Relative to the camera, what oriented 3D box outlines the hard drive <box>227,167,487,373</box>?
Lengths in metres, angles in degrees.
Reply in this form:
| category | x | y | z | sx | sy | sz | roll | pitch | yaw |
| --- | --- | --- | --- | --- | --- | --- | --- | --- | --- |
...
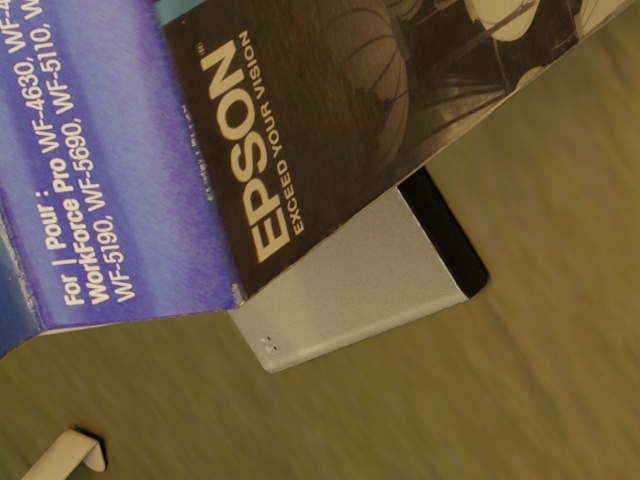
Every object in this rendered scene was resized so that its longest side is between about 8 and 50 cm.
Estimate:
| category | x | y | z | sx | sy | sz | roll | pitch | yaw |
| --- | --- | --- | --- | --- | --- | --- | --- | --- | --- |
| hard drive | 0.000 | 0.000 | 0.844 | 0.135 | 0.022 | 0.094 | -24 | 101 | 46 |

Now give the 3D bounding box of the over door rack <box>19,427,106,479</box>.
| category | x | y | z | sx | sy | sz | roll | pitch | yaw |
| --- | --- | --- | --- | --- | --- | --- | --- | --- | --- |
| over door rack | -0.062 | 0.285 | 1.029 | 0.239 | 0.108 | 0.324 | 19 | 129 | 28 |

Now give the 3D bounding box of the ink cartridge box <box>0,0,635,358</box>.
| category | x | y | z | sx | sy | sz | roll | pitch | yaw |
| --- | --- | --- | --- | --- | --- | --- | --- | --- | --- |
| ink cartridge box | -0.006 | -0.097 | 0.556 | 0.065 | 0.332 | 0.165 | 5 | 122 | 41 |
